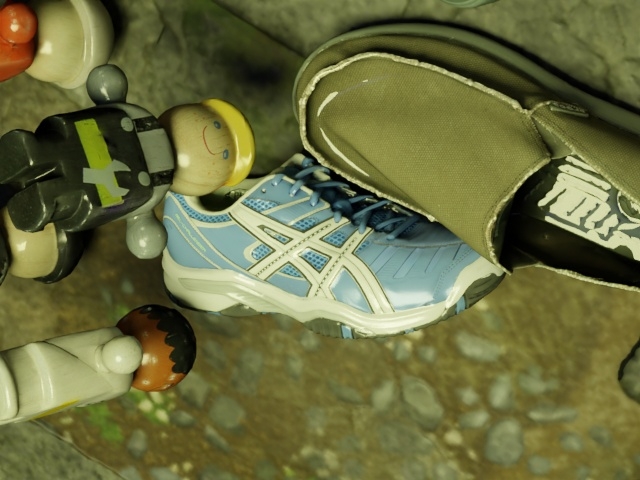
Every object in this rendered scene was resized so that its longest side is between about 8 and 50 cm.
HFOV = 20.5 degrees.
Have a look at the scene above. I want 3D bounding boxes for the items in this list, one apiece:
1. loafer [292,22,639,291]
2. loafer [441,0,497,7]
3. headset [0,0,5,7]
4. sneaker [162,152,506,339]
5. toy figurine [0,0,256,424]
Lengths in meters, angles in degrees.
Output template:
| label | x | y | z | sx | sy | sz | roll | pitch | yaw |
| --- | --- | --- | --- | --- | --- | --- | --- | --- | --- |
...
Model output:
| label | x | y | z | sx | sy | sz | roll | pitch | yaw |
| --- | --- | --- | --- | --- | --- | --- | --- | --- | --- |
| loafer | 0.094 | -0.040 | 0.899 | 0.251 | 0.087 | 0.094 | 18 | 120 | 17 |
| loafer | 0.093 | -0.244 | 0.822 | 0.096 | 0.084 | 0.268 | 31 | 125 | 48 |
| headset | -0.194 | -0.208 | 0.883 | 0.394 | 0.243 | 0.185 | 8 | 116 | 1 |
| sneaker | 0.000 | 0.000 | 0.969 | 0.211 | 0.080 | 0.081 | 3 | 116 | 24 |
| toy figurine | -0.147 | -0.019 | 0.963 | 0.209 | 0.148 | 0.213 | 35 | 124 | 37 |
